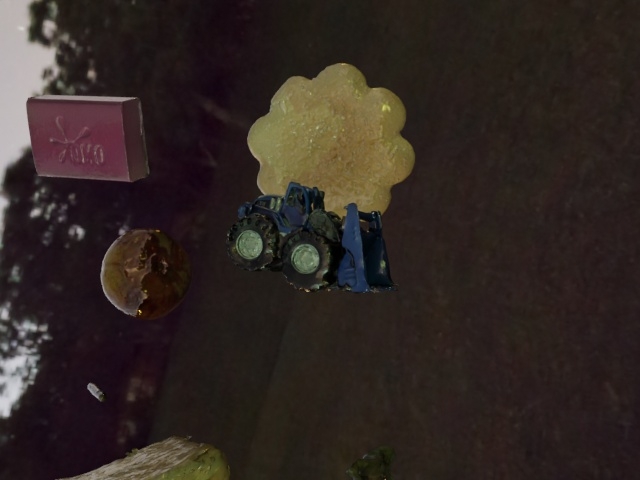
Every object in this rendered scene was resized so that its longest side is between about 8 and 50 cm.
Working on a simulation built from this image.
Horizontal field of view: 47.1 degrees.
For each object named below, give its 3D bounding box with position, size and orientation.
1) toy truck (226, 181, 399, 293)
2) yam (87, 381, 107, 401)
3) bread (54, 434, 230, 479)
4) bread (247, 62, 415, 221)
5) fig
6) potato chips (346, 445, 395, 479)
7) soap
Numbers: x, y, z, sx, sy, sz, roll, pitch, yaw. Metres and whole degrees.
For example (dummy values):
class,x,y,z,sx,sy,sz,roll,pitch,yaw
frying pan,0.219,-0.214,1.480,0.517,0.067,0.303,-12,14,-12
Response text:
class,x,y,z,sx,sy,sz,roll,pitch,yaw
toy truck,0.000,0.000,0.921,0.113,0.208,0.126,7,-80,-72
yam,-0.294,0.199,0.967,0.107,0.014,0.014,-6,72,65
bread,-0.265,0.328,1.002,0.279,0.248,0.315,49,143,44
bread,0.019,-0.166,1.353,0.054,0.316,0.316,-46,-29,-75
fig,-0.337,0.062,1.290,0.143,0.230,0.160,20,-112,-58
potato chips,-0.030,0.400,0.829,0.373,0.097,0.389,-50,-14,8
soap,-0.516,-0.228,1.629,0.081,0.259,0.181,-43,-44,-62
